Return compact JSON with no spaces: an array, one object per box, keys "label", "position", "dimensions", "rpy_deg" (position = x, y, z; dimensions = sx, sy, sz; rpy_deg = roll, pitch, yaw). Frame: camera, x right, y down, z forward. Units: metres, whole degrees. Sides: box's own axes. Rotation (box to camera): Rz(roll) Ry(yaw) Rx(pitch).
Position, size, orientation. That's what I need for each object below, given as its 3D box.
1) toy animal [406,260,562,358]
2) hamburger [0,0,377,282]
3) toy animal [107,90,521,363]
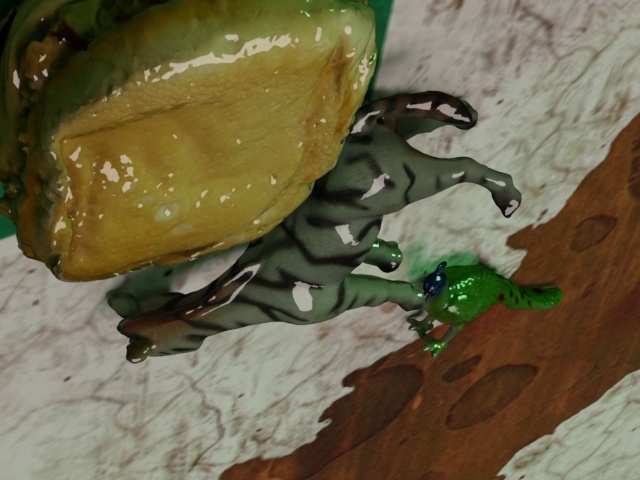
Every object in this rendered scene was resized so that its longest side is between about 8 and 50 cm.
[{"label":"toy animal","position":[0.109,0.051,1.434],"dimensions":[0.075,0.041,0.217],"rpy_deg":[-45,155,17]},{"label":"hamburger","position":[-0.067,-0.073,0.977],"dimensions":[0.214,0.108,0.213],"rpy_deg":[-25,149,-16]},{"label":"toy animal","position":[0.008,0.006,1.208],"dimensions":[0.255,0.090,0.170],"rpy_deg":[-46,147,15]}]
